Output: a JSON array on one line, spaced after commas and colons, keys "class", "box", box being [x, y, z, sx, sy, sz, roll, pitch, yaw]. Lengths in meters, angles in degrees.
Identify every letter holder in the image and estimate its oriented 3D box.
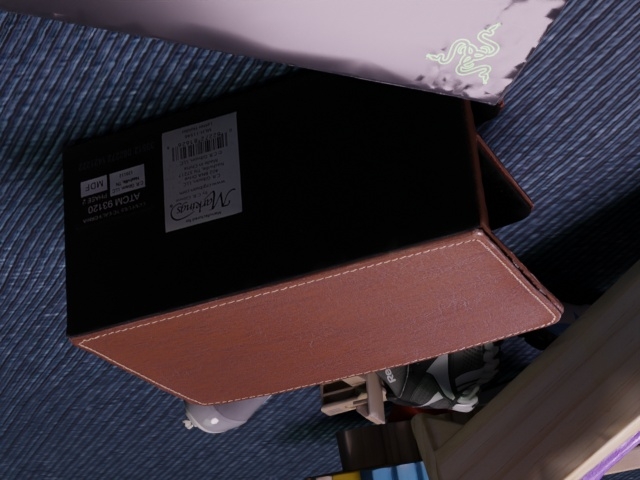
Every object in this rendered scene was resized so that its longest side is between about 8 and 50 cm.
[{"class": "letter holder", "box": [0.000, 0.000, 1.148, 0.301, 0.152, 0.214, -15, 154, 20]}]

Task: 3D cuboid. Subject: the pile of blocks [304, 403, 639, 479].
[{"class": "pile of blocks", "box": [0.138, 0.195, 1.580, 0.362, 0.113, 0.149, -13, 173, 20]}]

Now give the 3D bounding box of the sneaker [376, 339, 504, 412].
[{"class": "sneaker", "box": [0.102, 0.102, 1.447, 0.106, 0.078, 0.234, -4, 156, -7]}]

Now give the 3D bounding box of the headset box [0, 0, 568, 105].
[{"class": "headset box", "box": [0.017, -0.203, 0.707, 0.283, 0.131, 0.246, 8, 137, -26]}]

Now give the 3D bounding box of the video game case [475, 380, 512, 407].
[{"class": "video game case", "box": [0.241, 0.171, 1.674, 0.157, 0.019, 0.143, -25, 147, 35]}]

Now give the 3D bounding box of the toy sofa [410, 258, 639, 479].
[{"class": "toy sofa", "box": [0.251, 0.130, 1.308, 0.150, 0.177, 0.362, 19, 126, -34]}]

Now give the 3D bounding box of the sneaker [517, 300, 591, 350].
[{"class": "sneaker", "box": [0.275, 0.086, 1.467, 0.237, 0.086, 0.085, 18, 175, -18]}]

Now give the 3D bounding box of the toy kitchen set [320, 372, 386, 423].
[{"class": "toy kitchen set", "box": [0.022, 0.149, 1.537, 0.075, 0.068, 0.083, -18, 151, 24]}]

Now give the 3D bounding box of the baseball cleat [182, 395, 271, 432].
[{"class": "baseball cleat", "box": [-0.040, 0.084, 1.321, 0.109, 0.072, 0.206, -33, -173, 30]}]
